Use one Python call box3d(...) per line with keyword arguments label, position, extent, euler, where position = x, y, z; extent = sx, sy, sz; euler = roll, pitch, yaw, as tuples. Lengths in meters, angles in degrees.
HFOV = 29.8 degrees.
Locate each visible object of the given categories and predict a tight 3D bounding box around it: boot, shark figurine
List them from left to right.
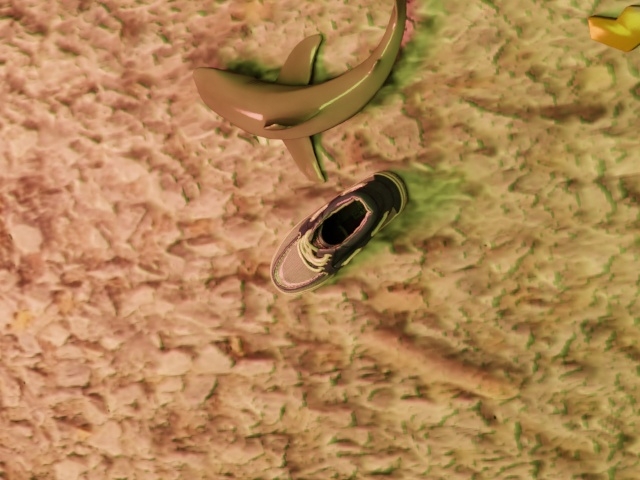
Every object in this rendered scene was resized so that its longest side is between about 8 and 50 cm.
box3d(label="shark figurine", position=(-0.004, -0.145, 1.150), extent=(0.278, 0.116, 0.166), euler=(-26, 93, 34))
box3d(label="boot", position=(0.000, 0.000, 1.204), extent=(0.069, 0.086, 0.190), euler=(50, 121, 6))

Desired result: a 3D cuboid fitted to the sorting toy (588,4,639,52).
box3d(label="sorting toy", position=(0.337, -0.251, 0.972), extent=(0.307, 0.041, 0.229), euler=(-35, 87, 32))
